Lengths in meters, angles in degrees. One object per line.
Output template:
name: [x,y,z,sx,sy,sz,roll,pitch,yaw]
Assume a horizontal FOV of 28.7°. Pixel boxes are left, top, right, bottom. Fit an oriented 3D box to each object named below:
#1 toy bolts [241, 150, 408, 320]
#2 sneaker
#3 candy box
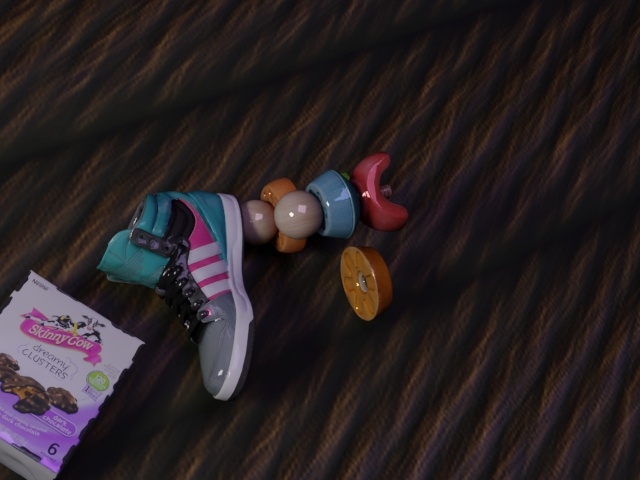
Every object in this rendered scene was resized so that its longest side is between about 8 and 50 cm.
toy bolts: [0.000,0.000,1.588,0.158,0.228,0.218,-15,77,-24]
sneaker: [-0.181,0.053,1.528,0.178,0.124,0.295,9,50,-23]
candy box: [-0.324,0.159,1.439,0.165,0.070,0.196,32,54,-2]
